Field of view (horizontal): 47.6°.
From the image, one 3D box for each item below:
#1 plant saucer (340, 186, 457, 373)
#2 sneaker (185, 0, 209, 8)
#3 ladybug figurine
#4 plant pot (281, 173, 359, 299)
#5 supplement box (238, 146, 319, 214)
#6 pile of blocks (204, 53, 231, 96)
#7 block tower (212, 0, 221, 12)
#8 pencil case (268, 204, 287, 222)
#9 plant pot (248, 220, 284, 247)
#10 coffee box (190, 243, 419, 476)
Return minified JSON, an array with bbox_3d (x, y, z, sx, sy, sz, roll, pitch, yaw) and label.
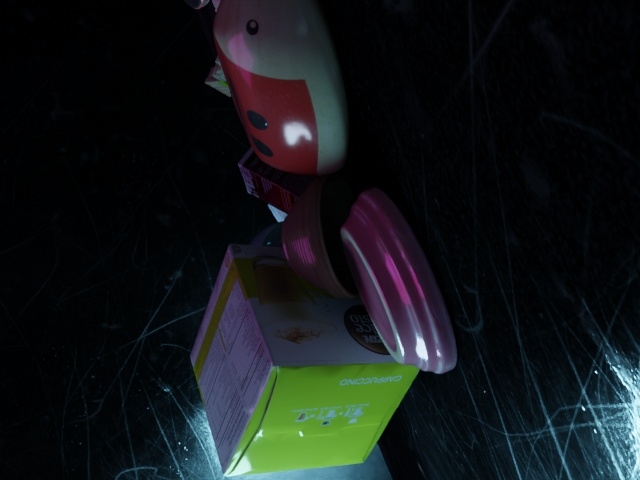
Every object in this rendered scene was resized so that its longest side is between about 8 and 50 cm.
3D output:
[{"bbox_3d":[0.119,0.077,1.224,0.332,0.084,0.332,158,90,-85],"label":"plant saucer"},{"bbox_3d":[-0.208,-0.616,1.427,0.116,0.136,0.314,43,143,16],"label":"sneaker"},{"bbox_3d":[-0.068,-0.265,1.223,0.449,0.161,0.305,76,169,-57],"label":"ladybug figurine"},{"bbox_3d":[0.000,0.000,1.372,0.237,0.109,0.238,-12,-90,-68],"label":"plant pot"},{"bbox_3d":[-0.060,-0.111,1.620,0.239,0.073,0.130,29,160,19],"label":"supplement box"},{"bbox_3d":[-0.261,-0.552,2.290,0.362,0.148,0.113,174,116,-75],"label":"pile of blocks"},{"bbox_3d":[-0.130,-0.417,1.385,0.097,0.090,0.336,-57,-41,-40],"label":"block tower"},{"bbox_3d":[-0.065,-0.043,2.221,0.113,0.124,0.273,75,171,-54],"label":"pencil case"},{"bbox_3d":[-0.078,0.081,1.934,0.235,0.292,0.293,110,138,-62],"label":"plant pot"},{"bbox_3d":[-0.045,0.248,1.527,0.338,0.337,0.334,-66,35,33],"label":"coffee box"}]
